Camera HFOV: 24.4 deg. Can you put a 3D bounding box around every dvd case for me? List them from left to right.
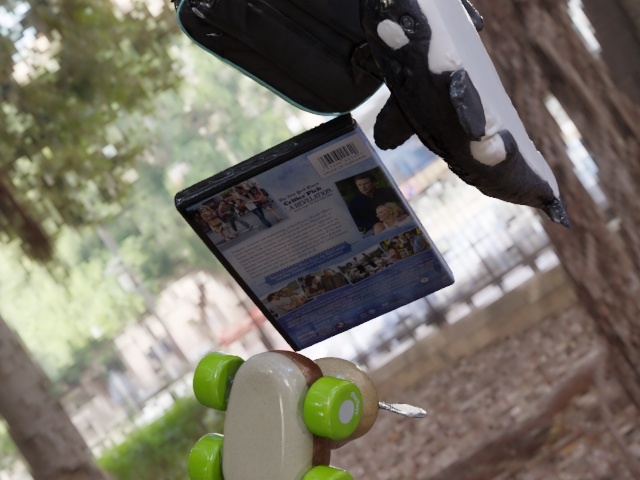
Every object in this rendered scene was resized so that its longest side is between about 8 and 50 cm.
[{"bbox_3d":[0.000,0.000,1.390,0.180,0.022,0.253,-24,-44,12],"label":"dvd case"}]

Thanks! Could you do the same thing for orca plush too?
[{"bbox_3d":[0.091,-0.103,1.149,0.102,0.151,0.287,-20,-33,21],"label":"orca plush"}]

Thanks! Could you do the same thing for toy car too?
[{"bbox_3d":[0.002,0.164,1.325,0.155,0.149,0.188,10,9,38],"label":"toy car"}]

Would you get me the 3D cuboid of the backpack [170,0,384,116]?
[{"bbox_3d":[-0.014,-0.205,1.265,0.166,0.188,0.144,-54,11,11],"label":"backpack"}]
